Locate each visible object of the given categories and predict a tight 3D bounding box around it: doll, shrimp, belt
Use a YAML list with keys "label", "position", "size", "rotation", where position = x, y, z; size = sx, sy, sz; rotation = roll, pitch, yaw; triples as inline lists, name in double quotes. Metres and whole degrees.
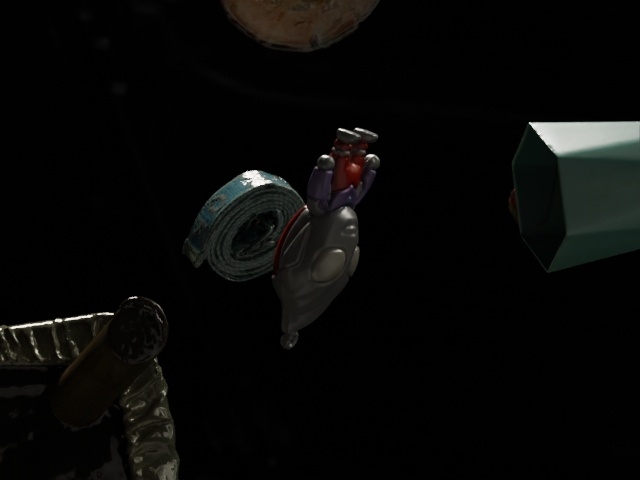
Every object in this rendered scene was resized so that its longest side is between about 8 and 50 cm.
- label: "doll"
  position: [0.000, 0.000, 1.862]
  size: [0.102, 0.075, 0.227]
  rotation: [-2, -66, -57]
- label: "shrimp"
  position: [-0.022, -0.268, 1.505]
  size: [0.052, 0.143, 0.251]
  rotation: [-89, -10, -65]
- label: "belt"
  position: [-0.099, -0.018, 2.830]
  size: [0.148, 0.082, 0.163]
  rotation: [22, -76, -27]

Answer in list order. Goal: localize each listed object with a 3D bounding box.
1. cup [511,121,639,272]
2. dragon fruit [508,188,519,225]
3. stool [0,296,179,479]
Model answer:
- label: "cup"
  position: [0.321, -0.061, 1.926]
  size: [0.134, 0.236, 0.148]
  rotation: [-171, 72, -75]
- label: "dragon fruit"
  position: [0.237, -0.033, 2.081]
  size: [0.060, 0.056, 0.083]
  rotation: [-7, -53, -20]
- label: "stool"
  position: [-0.262, 0.221, 1.748]
  size: [0.226, 0.310, 0.310]
  rotation: [154, 106, -75]
